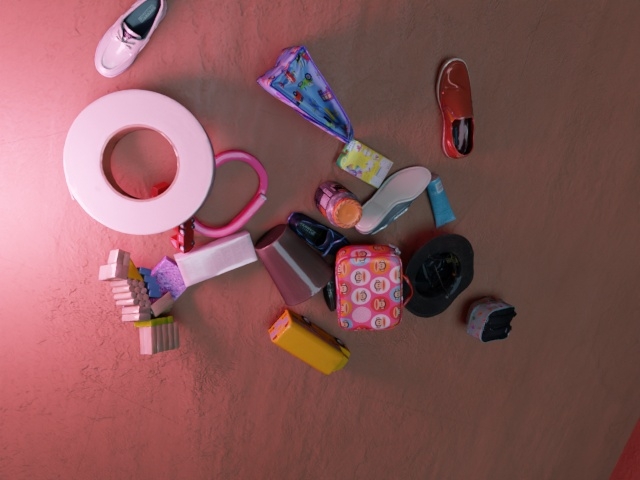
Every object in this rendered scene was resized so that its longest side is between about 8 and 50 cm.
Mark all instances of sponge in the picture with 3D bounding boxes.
[{"bbox_3d":[-0.516,0.160,1.450,0.210,0.031,0.117,-47,117,5],"label":"sponge"}]

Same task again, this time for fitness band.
[{"bbox_3d":[-0.292,-0.142,1.389,0.291,0.054,0.209,-46,116,3],"label":"fitness band"}]

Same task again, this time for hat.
[{"bbox_3d":[0.402,0.109,1.665,0.331,0.134,0.331,-10,114,-22],"label":"hat"}]

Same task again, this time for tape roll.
[{"bbox_3d":[-0.485,-0.208,1.230,0.392,0.072,0.392,-1,97,-6],"label":"tape roll"}]

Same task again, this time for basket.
[{"bbox_3d":[-0.100,0.071,1.484,0.204,0.154,0.227,-36,113,4],"label":"basket"}]

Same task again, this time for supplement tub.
[{"bbox_3d":[0.058,-0.112,1.433,0.117,0.190,0.117,-6,113,-15],"label":"supplement tub"}]

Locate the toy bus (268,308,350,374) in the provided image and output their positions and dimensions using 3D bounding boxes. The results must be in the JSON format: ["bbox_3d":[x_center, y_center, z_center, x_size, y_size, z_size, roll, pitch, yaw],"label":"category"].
[{"bbox_3d":[-0.028,0.378,1.633,0.332,0.130,0.108,38,96,-26],"label":"toy bus"}]

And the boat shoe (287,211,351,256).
[{"bbox_3d":[0.000,0.000,1.516,0.258,0.089,0.109,24,102,-24],"label":"boat shoe"}]

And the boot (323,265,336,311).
[{"bbox_3d":[0.113,0.150,1.629,0.208,0.076,0.190,-15,117,-19],"label":"boot"}]

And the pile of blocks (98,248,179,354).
[{"bbox_3d":[-0.556,0.188,1.388,0.112,0.149,0.362,-9,108,33],"label":"pile of blocks"}]

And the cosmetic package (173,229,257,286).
[{"bbox_3d":[-0.331,0.053,1.434,0.239,0.060,0.099,-20,115,-18],"label":"cosmetic package"}]

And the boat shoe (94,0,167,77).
[{"bbox_3d":[-0.491,-0.531,1.155,0.095,0.084,0.258,34,98,-26],"label":"boat shoe"}]

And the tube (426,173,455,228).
[{"bbox_3d":[0.427,-0.140,1.621,0.080,0.052,0.207,-25,121,4],"label":"tube"}]

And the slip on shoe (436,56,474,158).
[{"bbox_3d":[0.456,-0.428,1.485,0.123,0.101,0.331,-13,113,-10],"label":"slip on shoe"}]

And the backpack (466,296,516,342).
[{"bbox_3d":[0.672,0.320,1.816,0.188,0.144,0.166,-8,117,-39],"label":"backpack"}]

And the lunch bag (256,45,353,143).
[{"bbox_3d":[-0.016,-0.393,1.282,0.293,0.221,0.138,40,96,-26],"label":"lunch bag"}]

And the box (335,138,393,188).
[{"bbox_3d":[0.140,-0.256,1.486,0.179,0.043,0.105,25,102,-27],"label":"box"}]

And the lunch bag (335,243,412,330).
[{"bbox_3d":[0.180,0.160,1.516,0.258,0.120,0.293,-2,112,0],"label":"lunch bag"}]

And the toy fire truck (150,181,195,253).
[{"bbox_3d":[-0.441,-0.065,1.352,0.047,0.135,0.192,-40,151,-46],"label":"toy fire truck"}]

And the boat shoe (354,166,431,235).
[{"bbox_3d":[0.247,-0.133,1.555,0.319,0.116,0.099,-40,157,-6],"label":"boat shoe"}]
